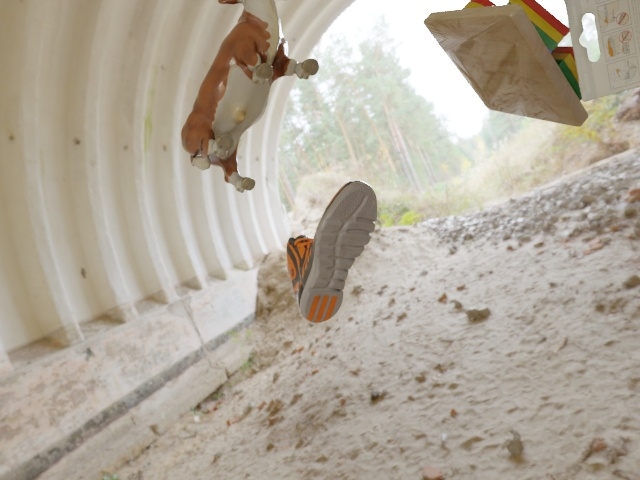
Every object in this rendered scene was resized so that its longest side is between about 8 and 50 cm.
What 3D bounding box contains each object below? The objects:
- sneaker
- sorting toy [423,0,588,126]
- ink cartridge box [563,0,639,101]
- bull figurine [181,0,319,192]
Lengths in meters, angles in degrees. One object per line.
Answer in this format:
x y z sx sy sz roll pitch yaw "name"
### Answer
0.000 0.000 1.023 0.125 0.321 0.180 12 22 -30 "sneaker"
0.353 -0.344 0.880 0.089 0.255 0.257 -49 29 4 "sorting toy"
0.385 -0.256 0.566 0.179 0.145 0.045 -14 10 12 "ink cartridge box"
-0.106 -0.224 0.672 0.101 0.188 0.310 10 -61 -36 "bull figurine"
